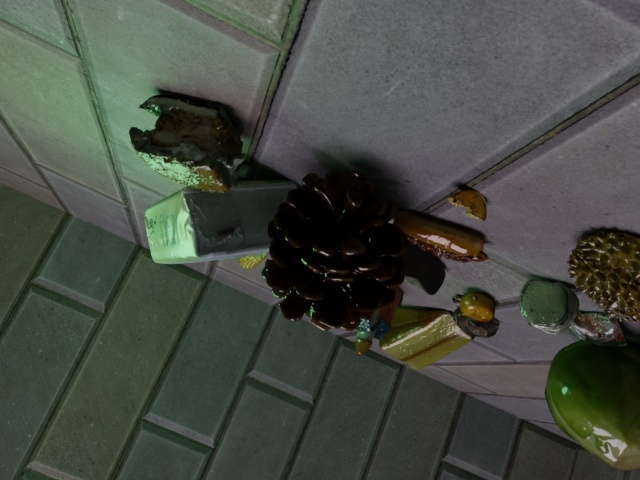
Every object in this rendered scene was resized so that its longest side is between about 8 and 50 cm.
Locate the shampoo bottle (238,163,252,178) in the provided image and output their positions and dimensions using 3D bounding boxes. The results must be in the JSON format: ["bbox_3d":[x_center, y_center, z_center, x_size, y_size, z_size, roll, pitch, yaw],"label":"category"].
[{"bbox_3d":[-0.278,-0.213,1.605,0.190,0.041,0.069,20,158,11],"label":"shampoo bottle"}]

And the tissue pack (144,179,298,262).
[{"bbox_3d":[-0.279,-0.047,1.665,0.331,0.206,0.405,-10,180,-31],"label":"tissue pack"}]

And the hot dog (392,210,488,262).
[{"bbox_3d":[0.292,-0.001,1.445,0.249,0.076,0.102,21,159,12],"label":"hot dog"}]

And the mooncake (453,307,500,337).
[{"bbox_3d":[0.529,0.286,2.030,0.130,0.073,0.125,33,163,-26],"label":"mooncake"}]

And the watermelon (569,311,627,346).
[{"bbox_3d":[0.752,0.238,1.596,0.187,0.071,0.139,22,159,6],"label":"watermelon"}]

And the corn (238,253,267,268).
[{"bbox_3d":[-0.267,0.053,2.330,0.093,0.093,0.244,27,159,-11],"label":"corn"}]

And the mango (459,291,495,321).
[{"bbox_3d":[0.493,0.211,1.840,0.101,0.066,0.187,-11,145,29],"label":"mango"}]

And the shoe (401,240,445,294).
[{"bbox_3d":[0.254,0.065,1.668,0.098,0.103,0.275,26,168,44],"label":"shoe"}]

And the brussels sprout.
[{"bbox_3d":[0.790,0.442,1.652,0.314,0.371,0.276,9,133,0],"label":"brussels sprout"}]

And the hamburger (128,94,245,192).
[{"bbox_3d":[-0.294,-0.217,1.388,0.287,0.168,0.192,16,160,24],"label":"hamburger"}]

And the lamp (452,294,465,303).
[{"bbox_3d":[0.476,0.201,1.909,0.083,0.031,0.063,25,165,-22],"label":"lamp"}]

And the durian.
[{"bbox_3d":[0.610,0.080,1.189,0.249,0.138,0.183,35,169,-18],"label":"durian"}]

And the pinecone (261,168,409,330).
[{"bbox_3d":[0.031,-0.001,1.359,0.384,0.385,0.384,21,163,7],"label":"pinecone"}]

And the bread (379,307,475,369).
[{"bbox_3d":[0.430,0.327,2.325,0.233,0.245,0.361,33,131,-27],"label":"bread"}]

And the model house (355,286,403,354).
[{"bbox_3d":[0.139,0.248,2.063,0.190,0.301,0.271,4,156,31],"label":"model house"}]

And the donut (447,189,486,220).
[{"bbox_3d":[0.303,-0.073,1.232,0.083,0.067,0.038,-6,-167,-21],"label":"donut"}]

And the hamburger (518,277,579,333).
[{"bbox_3d":[0.574,0.165,1.490,0.140,0.133,0.062,21,174,38],"label":"hamburger"}]
